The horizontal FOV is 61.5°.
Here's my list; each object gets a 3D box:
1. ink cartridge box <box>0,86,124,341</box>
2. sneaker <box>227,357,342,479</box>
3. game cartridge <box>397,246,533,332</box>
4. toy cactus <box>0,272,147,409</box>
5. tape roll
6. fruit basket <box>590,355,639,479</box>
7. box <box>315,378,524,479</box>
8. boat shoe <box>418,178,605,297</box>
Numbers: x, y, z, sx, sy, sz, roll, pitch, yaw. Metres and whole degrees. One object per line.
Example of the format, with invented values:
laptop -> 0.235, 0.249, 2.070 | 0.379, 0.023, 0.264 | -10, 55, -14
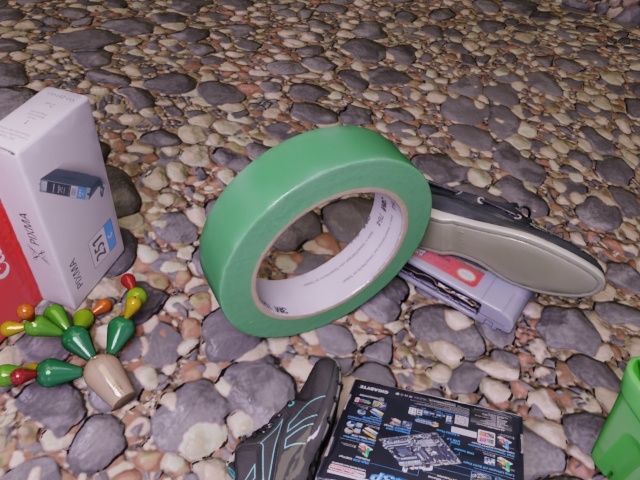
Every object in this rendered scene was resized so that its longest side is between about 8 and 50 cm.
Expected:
ink cartridge box -> -0.381, -0.008, 0.710 | 0.066, 0.296, 0.261 | 17, 47, 9
sneaker -> -0.046, 0.245, 0.643 | 0.106, 0.101, 0.267 | 15, 45, 11
game cartridge -> 0.232, 0.018, 0.938 | 0.294, 0.060, 0.196 | 30, 45, 21
toy cactus -> -0.310, 0.141, 0.722 | 0.180, 0.112, 0.219 | 43, 46, 18
tape roll -> 0.000, 0.000, 0.733 | 0.321, 0.321, 0.077 | -18, 50, -23
fruit basket -> 0.535, 0.216, 0.541 | 0.392, 0.392, 0.283 | -5, 46, -12
box -> 0.122, 0.256, 0.630 | 0.220, 0.051, 0.175 | 9, 26, 15
boat shoe -> 0.278, -0.017, 0.854 | 0.340, 0.127, 0.113 | 17, 57, 23
